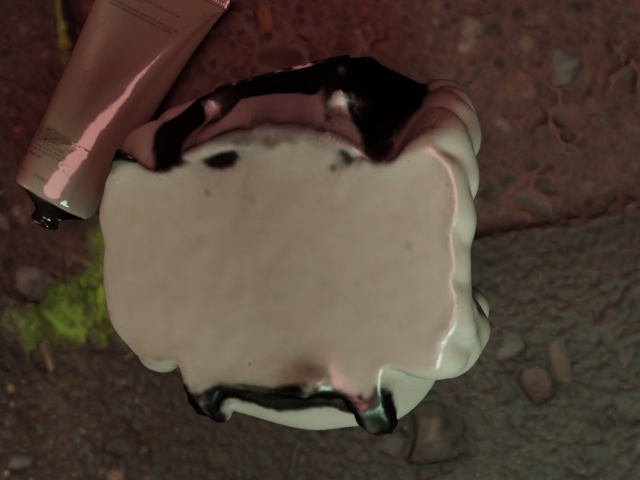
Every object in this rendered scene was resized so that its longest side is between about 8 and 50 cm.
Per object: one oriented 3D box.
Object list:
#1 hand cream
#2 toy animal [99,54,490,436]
[{"bbox_3d":[-0.137,-0.092,0.563,0.087,0.054,0.186,28,91,8],"label":"hand cream"},{"bbox_3d":[0.000,0.000,0.501,0.208,0.156,0.204,-2,98,23],"label":"toy animal"}]
